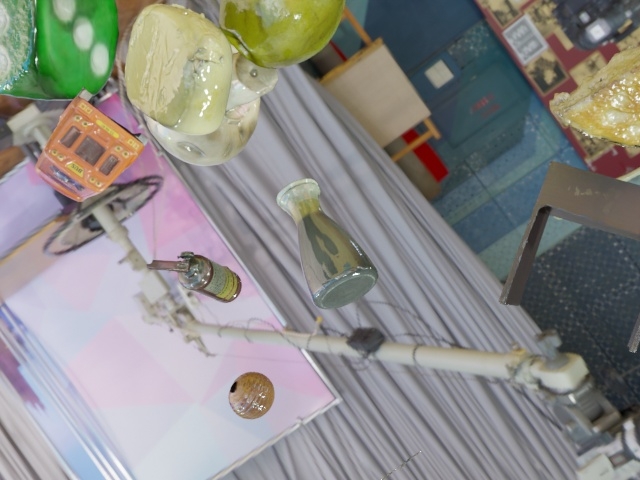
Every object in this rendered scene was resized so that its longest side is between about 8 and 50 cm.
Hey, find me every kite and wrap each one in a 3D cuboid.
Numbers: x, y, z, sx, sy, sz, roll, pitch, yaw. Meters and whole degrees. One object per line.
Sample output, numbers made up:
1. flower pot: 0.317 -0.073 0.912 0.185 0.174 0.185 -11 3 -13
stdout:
1. kite: 0.139 0.440 1.212 0.157 0.011 0.139 -22 153 -34

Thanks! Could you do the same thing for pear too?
1. pear: -0.075 -0.526 1.403 0.307 0.253 0.253 -52 -178 -11

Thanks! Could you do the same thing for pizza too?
1. pizza: 0.497 -0.220 0.888 0.324 0.089 0.223 4 144 -10

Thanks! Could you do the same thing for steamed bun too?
1. steamed bun: -0.264 -0.340 1.271 0.166 0.273 0.231 -6 121 -45

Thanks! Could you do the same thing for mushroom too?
1. mushroom: -0.300 -0.383 1.618 0.353 0.325 0.353 -54 -178 2

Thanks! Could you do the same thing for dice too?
1. dice: -0.647 -0.484 1.418 0.300 0.287 0.296 -45 147 -65

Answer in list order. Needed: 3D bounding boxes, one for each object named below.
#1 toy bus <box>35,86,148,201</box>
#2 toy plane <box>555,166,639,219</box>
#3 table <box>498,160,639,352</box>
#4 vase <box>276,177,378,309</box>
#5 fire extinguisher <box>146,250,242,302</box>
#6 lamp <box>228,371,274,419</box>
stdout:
1. toy bus: -0.435 -0.159 1.174 0.153 0.143 0.329 -58 -157 -13
2. toy plane: 0.685 -0.127 1.515 0.286 0.092 0.108 -35 159 33
3. table: 0.514 0.032 1.203 0.196 0.251 0.281 13 96 -66
4. vase: 0.000 0.000 1.601 0.173 0.321 0.173 -22 152 -12
5. fire extinguisher: -0.253 0.078 1.285 0.106 0.075 0.252 -25 161 9
6. lamp: -0.198 0.443 1.825 0.136 0.136 0.136 -36 179 -1
